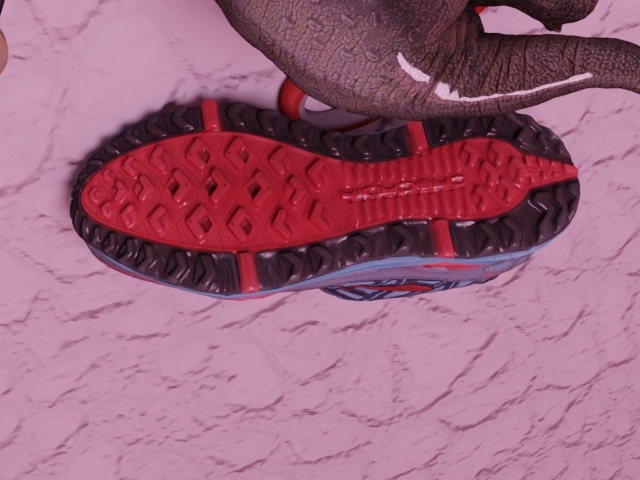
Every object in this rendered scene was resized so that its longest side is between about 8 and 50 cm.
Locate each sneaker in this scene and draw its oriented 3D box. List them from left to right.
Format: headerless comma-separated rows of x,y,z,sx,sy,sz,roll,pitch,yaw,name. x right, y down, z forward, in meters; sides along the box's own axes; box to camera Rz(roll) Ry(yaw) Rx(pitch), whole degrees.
0.000,0.000,0.648,0.262,0.104,0.125,1,155,-9,sneaker

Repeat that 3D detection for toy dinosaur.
0.012,-0.112,0.491,0.160,0.313,0.121,-31,168,-33,toy dinosaur

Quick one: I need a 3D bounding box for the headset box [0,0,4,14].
-0.234,-0.141,0.362,0.293,0.110,0.218,14,121,-19,headset box

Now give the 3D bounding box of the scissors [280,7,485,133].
0.105,-0.151,0.638,0.297,0.021,0.109,-28,134,-5,scissors

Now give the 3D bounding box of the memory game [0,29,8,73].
-0.232,-0.068,0.532,0.186,0.012,0.186,-15,134,-16,memory game
